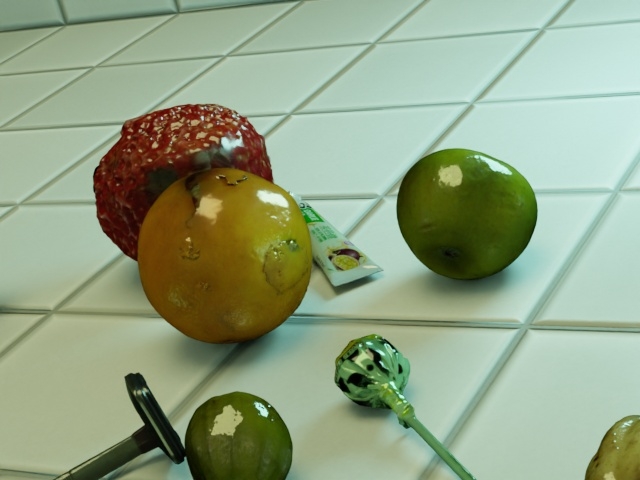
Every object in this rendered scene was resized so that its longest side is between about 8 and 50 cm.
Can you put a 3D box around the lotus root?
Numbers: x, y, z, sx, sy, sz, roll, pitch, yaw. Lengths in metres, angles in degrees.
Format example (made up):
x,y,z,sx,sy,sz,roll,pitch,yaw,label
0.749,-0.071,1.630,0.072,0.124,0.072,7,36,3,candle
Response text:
x,y,z,sx,sy,sz,roll,pitch,yaw,label
0.316,0.240,1.348,0.125,0.118,0.221,-39,10,36,lotus root

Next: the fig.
x,y,z,sx,sy,sz,roll,pitch,yaw,label
-0.078,0.261,1.572,0.126,0.133,0.185,-11,57,-32,fig

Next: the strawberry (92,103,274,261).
x,y,z,sx,sy,sz,roll,pitch,yaw,label
-0.201,-0.072,2.175,0.291,0.292,0.310,-19,27,-9,strawberry

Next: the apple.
x,y,z,sx,sy,sz,roll,pitch,yaw,label
0.199,-0.034,1.950,0.196,0.196,0.157,0,50,30,apple

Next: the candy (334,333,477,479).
x,y,z,sx,sy,sz,roll,pitch,yaw,label
0.109,0.202,1.635,0.091,0.083,0.305,-7,27,-26,candy

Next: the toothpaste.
x,y,z,sx,sy,sz,roll,pitch,yaw,label
0.000,0.000,2.166,0.058,0.056,0.314,-56,30,6,toothpaste

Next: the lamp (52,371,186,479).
x,y,z,sx,sy,sz,roll,pitch,yaw,label
-0.310,0.234,1.648,0.283,0.203,0.124,-31,9,-24,lamp

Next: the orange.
x,y,z,sx,sy,sz,roll,pitch,yaw,label
-0.131,0.021,1.943,0.246,0.246,0.246,-13,23,6,orange
